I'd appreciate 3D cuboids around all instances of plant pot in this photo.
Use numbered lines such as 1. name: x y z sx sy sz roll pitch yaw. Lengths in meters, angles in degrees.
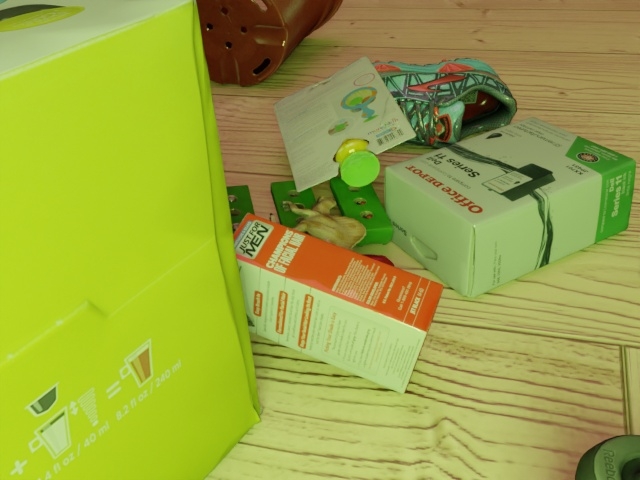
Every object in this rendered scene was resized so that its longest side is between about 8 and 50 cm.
1. plant pot: -0.115 -0.410 1.234 0.272 0.272 0.265 5 42 15

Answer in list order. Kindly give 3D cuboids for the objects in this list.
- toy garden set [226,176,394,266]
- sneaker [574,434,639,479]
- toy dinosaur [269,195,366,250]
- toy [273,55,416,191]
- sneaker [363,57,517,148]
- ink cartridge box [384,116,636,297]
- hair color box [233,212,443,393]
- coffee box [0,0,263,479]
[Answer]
1. toy garden set: -0.047 0.015 0.739 0.244 0.049 0.204 -6 37 -10
2. sneaker: 0.245 0.195 0.386 0.267 0.106 0.101 25 34 7
3. toy dinosaur: 0.000 0.000 0.674 0.092 0.053 0.183 -6 36 -13
4. toy: 0.026 -0.128 0.863 0.137 0.056 0.237 -26 31 6
5. sneaker: 0.136 -0.175 0.960 0.262 0.104 0.125 -14 37 -12
6. ink cartridge box: 0.189 -0.042 0.759 0.208 0.087 0.153 -21 36 -22
7. hair color box: 0.005 0.051 0.592 0.167 0.093 0.053 20 50 9
8. coffee box: -0.277 0.041 0.459 0.334 0.338 0.337 18 39 30
